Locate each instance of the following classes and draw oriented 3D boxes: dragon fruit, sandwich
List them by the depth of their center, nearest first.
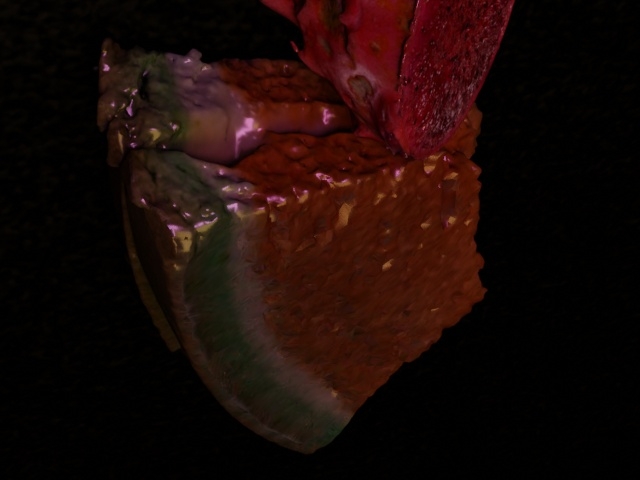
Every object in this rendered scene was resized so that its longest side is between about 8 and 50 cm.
[{"bbox_3d":[0.029,-0.126,0.662,0.153,0.111,0.153,-53,159,-31],"label":"dragon fruit"},{"bbox_3d":[-0.009,0.010,0.767,0.212,0.109,0.292,-13,139,-15],"label":"sandwich"}]
